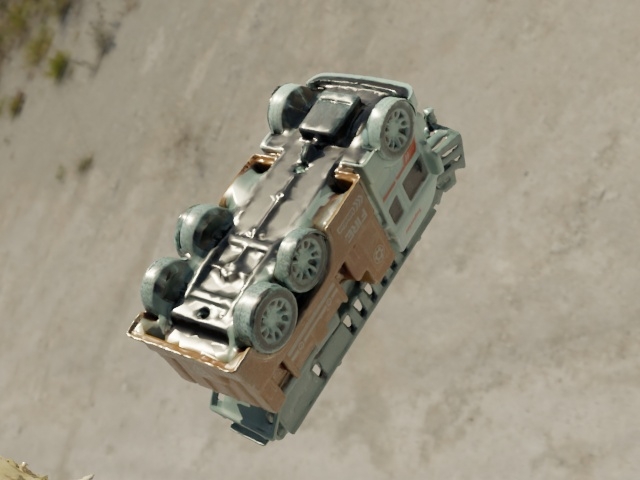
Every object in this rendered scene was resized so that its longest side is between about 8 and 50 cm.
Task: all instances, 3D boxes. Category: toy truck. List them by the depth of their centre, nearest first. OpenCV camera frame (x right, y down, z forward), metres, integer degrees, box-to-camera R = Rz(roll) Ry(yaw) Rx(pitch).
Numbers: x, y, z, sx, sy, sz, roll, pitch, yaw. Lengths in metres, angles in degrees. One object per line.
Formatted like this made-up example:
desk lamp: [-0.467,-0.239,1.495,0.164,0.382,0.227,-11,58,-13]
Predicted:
toy truck: [0.000,0.000,1.008,0.133,0.184,0.338,14,59,37]

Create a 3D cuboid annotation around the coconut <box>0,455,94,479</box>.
coconut: [-0.163,0.221,0.575,0.224,0.234,0.224,-37,37,35]
